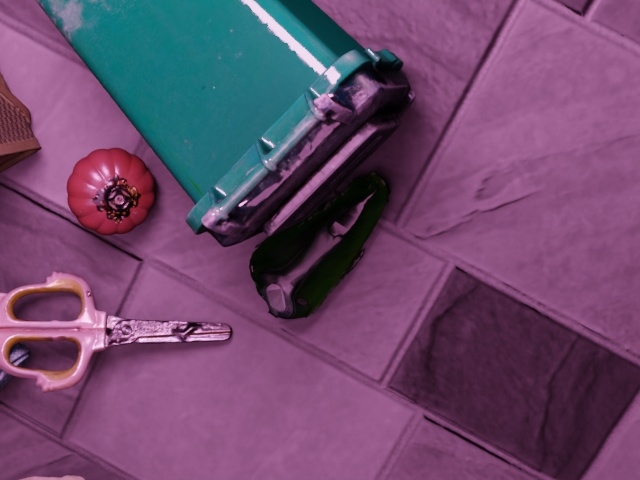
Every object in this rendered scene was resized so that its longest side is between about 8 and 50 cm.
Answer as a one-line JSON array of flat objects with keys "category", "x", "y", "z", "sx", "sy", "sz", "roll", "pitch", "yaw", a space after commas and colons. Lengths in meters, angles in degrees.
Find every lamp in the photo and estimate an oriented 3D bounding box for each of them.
[{"category": "lamp", "x": -0.252, "y": -0.059, "z": 1.349, "sx": 0.107, "sy": 0.092, "sz": 0.107, "roll": -6, "pitch": 106, "yaw": -22}]

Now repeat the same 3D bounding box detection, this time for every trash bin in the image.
[{"category": "trash bin", "x": -0.118, "y": -0.198, "z": 1.188, "sx": 0.381, "sy": 0.295, "sz": 0.259, "roll": 46, "pitch": 107, "yaw": 4}]

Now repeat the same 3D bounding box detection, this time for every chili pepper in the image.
[{"category": "chili pepper", "x": 0.000, "y": 0.000, "z": 1.328, "sx": 0.108, "sy": 0.062, "sz": 0.216, "roll": 42, "pitch": 107, "yaw": -1}]

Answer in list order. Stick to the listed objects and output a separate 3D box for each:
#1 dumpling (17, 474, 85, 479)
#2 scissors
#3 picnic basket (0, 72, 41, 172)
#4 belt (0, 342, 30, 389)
[{"category": "dumpling", "x": -0.435, "y": 0.480, "z": 1.418, "sx": 0.233, "sy": 0.315, "sz": 0.395, "roll": 38, "pitch": 118, "yaw": -6}, {"category": "scissors", "x": -0.270, "y": 0.113, "z": 1.406, "sx": 0.318, "sy": 0.024, "sz": 0.160, "roll": 0, "pitch": 68, "yaw": -1}, {"category": "picnic basket", "x": -0.468, "y": -0.123, "z": 1.290, "sx": 0.165, "sy": 0.267, "sz": 0.139, "roll": -25, "pitch": 93, "yaw": 20}, {"category": "belt", "x": -0.496, "y": 0.226, "z": 1.480, "sx": 0.072, "sy": 0.087, "sz": 0.302, "roll": 43, "pitch": 109, "yaw": -3}]
